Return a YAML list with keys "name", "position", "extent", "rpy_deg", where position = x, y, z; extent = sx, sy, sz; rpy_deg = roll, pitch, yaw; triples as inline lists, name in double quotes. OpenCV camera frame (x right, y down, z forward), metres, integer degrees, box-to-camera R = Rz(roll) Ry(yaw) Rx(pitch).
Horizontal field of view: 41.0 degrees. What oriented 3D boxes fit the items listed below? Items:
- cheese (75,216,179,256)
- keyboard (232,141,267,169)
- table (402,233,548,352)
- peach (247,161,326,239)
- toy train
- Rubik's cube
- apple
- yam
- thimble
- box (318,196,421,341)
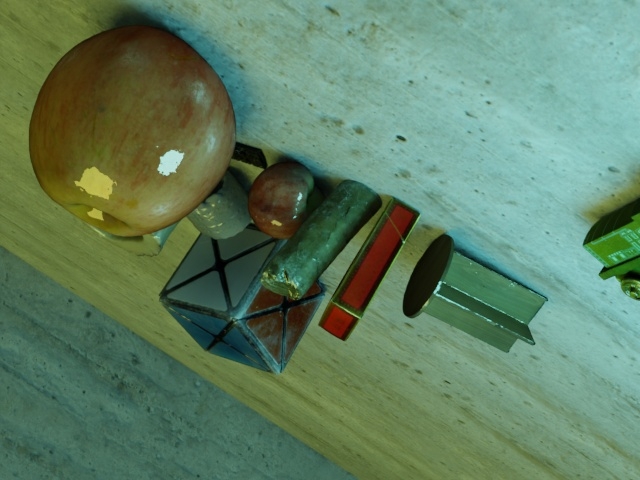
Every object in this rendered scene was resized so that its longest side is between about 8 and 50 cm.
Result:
- name: "cheese"
  position: [-0.480, -0.108, 2.044]
  extent: [0.292, 0.153, 0.332]
  rpy_deg: [44, 152, -25]
- name: "keyboard"
  position: [-0.195, -0.185, 1.726]
  extent: [0.195, 0.018, 0.060]
  rpy_deg: [20, 156, 26]
- name: "table"
  position: [0.290, 0.112, 1.582]
  extent: [0.226, 0.167, 0.167]
  rpy_deg: [26, 157, -11]
- name: "peach"
  position: [-0.069, -0.079, 1.649]
  extent: [0.152, 0.152, 0.152]
  rpy_deg: [26, 155, 13]
- name: "toy train"
  position: [0.472, 0.003, 1.224]
  extent: [0.137, 0.090, 0.225]
  rpy_deg: [40, 155, -2]
- name: "Rubik's cube"
  position: [-0.180, 0.126, 2.017]
  extent: [0.260, 0.255, 0.259]
  rpy_deg: [12, 148, 32]
- name: "apple"
  position: [-0.337, -0.182, 1.522]
  extent: [0.363, 0.364, 0.364]
  rpy_deg: [26, 155, 13]
- name: "yam"
  position: [0.000, 0.000, 1.568]
  extent: [0.093, 0.259, 0.093]
  rpy_deg: [33, 155, 18]
- name: "thimble"
  position: [-0.226, -0.083, 1.821]
  extent: [0.151, 0.127, 0.118]
  rpy_deg: [10, 146, 38]
- name: "box"
  position: [0.089, 0.055, 1.576]
  extent: [0.074, 0.240, 0.153]
  rpy_deg: [28, 156, 7]
